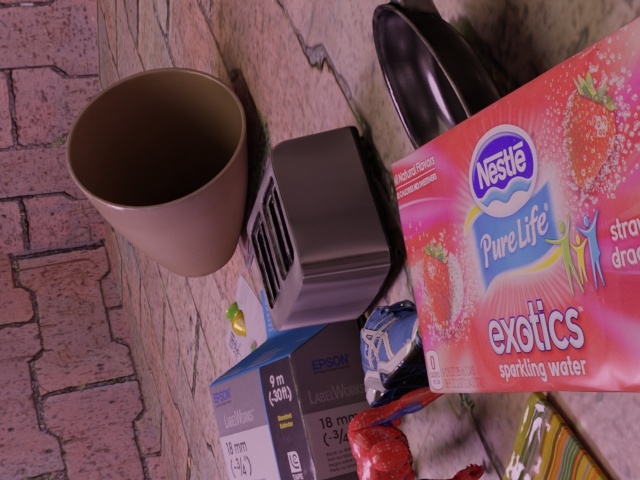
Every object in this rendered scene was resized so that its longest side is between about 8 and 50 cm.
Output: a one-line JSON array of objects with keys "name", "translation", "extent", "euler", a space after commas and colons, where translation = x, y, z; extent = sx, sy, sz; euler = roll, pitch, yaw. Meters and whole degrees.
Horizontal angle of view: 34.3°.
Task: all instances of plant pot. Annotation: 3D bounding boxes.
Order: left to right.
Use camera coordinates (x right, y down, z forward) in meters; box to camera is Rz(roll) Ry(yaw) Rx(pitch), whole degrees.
[{"name": "plant pot", "translation": [-0.213, -0.069, 1.549], "extent": [0.274, 0.256, 0.256], "euler": [78, 171, -54]}]

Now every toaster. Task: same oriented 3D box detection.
[{"name": "toaster", "translation": [0.000, 0.000, 1.083], "extent": [0.168, 0.110, 0.186], "euler": [116, 141, -62]}]

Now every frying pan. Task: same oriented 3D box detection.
[{"name": "frying pan", "translation": [0.066, -0.146, 0.764], "extent": [0.326, 0.053, 0.197], "euler": [64, 175, -3]}]

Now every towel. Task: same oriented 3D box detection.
[{"name": "towel", "translation": [0.197, 0.219, 0.724], "extent": [0.237, 0.021, 0.102], "euler": [-121, 27, -49]}]

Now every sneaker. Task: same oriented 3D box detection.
[{"name": "sneaker", "translation": [0.074, 0.091, 0.946], "extent": [0.211, 0.080, 0.081], "euler": [123, 132, -63]}]

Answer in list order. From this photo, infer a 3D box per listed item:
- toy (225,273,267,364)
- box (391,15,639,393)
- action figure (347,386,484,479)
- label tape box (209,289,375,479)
[{"name": "toy", "translation": [-0.059, 0.167, 1.423], "extent": [0.237, 0.056, 0.137], "euler": [51, 138, 40]}, {"name": "box", "translation": [0.160, -0.008, 0.526], "extent": [0.300, 0.142, 0.154], "euler": [156, 105, -72]}, {"name": "action figure", "translation": [0.095, 0.183, 0.945], "extent": [0.280, 0.139, 0.091], "euler": [55, -162, -79]}, {"name": "label tape box", "translation": [-0.034, 0.201, 1.229], "extent": [0.240, 0.106, 0.334], "euler": [-30, 70, 58]}]
